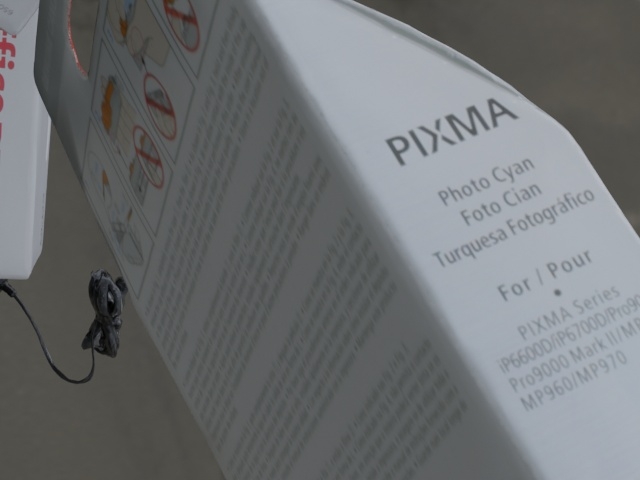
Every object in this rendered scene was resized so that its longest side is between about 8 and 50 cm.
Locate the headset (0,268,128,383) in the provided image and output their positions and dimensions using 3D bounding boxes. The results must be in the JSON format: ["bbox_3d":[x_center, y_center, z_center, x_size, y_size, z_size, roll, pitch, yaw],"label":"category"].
[{"bbox_3d":[-0.387,0.049,1.763,0.394,0.185,0.243,13,56,-3],"label":"headset"}]

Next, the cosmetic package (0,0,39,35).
[{"bbox_3d":[-0.193,-0.248,1.081,0.151,0.151,0.183,33,22,-15],"label":"cosmetic package"}]

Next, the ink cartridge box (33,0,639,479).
[{"bbox_3d":[0.000,0.000,0.759,0.091,0.308,0.385,-21,71,-21],"label":"ink cartridge box"}]

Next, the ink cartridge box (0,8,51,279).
[{"bbox_3d":[-0.421,-0.122,1.519,0.385,0.160,0.279,3,98,-8],"label":"ink cartridge box"}]
